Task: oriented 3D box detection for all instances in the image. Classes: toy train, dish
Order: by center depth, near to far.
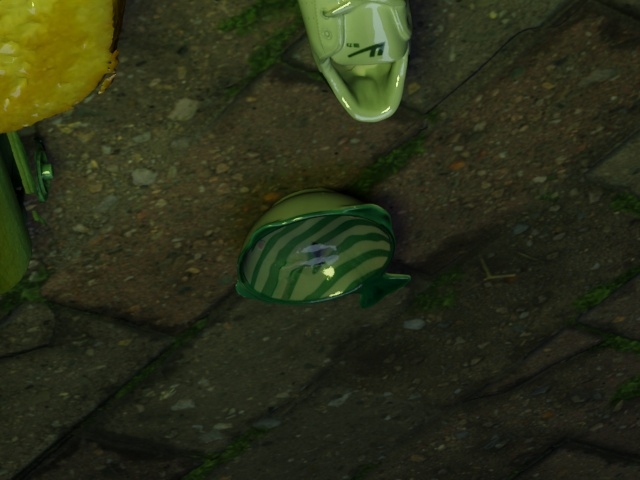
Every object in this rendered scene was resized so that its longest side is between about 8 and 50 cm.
[{"bbox_3d":[-0.355,-0.078,2.109,0.126,0.189,0.307,-10,145,-2],"label":"toy train"},{"bbox_3d":[0.000,0.000,2.447,0.224,0.078,0.246,-33,141,27],"label":"dish"}]

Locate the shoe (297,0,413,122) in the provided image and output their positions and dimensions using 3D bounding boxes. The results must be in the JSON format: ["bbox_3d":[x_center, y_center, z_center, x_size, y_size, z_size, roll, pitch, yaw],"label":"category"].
[{"bbox_3d":[0.030,-0.262,2.007,0.132,0.160,0.363,-14,147,-3],"label":"shoe"}]

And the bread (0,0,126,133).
[{"bbox_3d":[-0.339,-0.280,1.806,0.398,0.215,0.398,-6,142,-5],"label":"bread"}]
